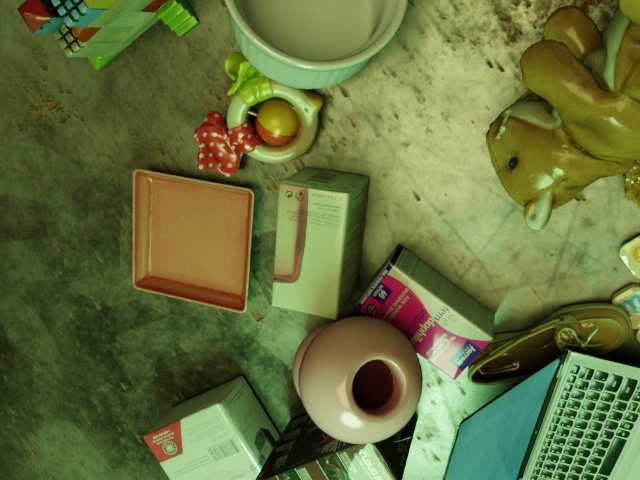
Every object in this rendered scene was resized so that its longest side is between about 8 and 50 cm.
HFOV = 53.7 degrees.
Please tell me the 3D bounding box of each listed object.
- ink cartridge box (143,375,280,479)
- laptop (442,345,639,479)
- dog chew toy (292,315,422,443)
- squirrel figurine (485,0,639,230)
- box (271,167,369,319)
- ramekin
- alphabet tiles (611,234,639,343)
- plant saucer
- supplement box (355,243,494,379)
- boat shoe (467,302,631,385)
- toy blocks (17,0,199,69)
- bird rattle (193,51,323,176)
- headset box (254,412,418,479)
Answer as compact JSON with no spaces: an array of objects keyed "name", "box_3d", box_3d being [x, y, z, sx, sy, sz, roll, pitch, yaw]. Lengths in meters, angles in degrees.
[{"name":"ink cartridge box","box_3d":[-0.196,0.477,1.354,0.226,0.131,0.306,-27,98,22]},{"name":"laptop","box_3d":[0.410,0.399,1.037,0.408,0.236,0.381,13,125,13]},{"name":"dog chew toy","box_3d":[0.042,0.232,1.118,0.207,0.332,0.206,1,87,-17]},{"name":"squirrel figurine","box_3d":[0.436,-0.147,0.868,0.397,0.281,0.370,33,132,-4]},{"name":"box","box_3d":[0.000,0.000,1.134,0.127,0.148,0.232,11,109,15]},{"name":"ramekin","box_3d":[-0.016,-0.371,0.973,0.277,0.135,0.277,1,82,-9]},{"name":"alphabet tiles","box_3d":[0.636,0.076,1.025,0.284,0.021,0.278,-37,93,24]},{"name":"plant saucer","box_3d":[-0.252,-0.003,1.269,0.259,0.048,0.258,11,109,13]},{"name":"supplement box","box_3d":[0.190,0.126,1.134,0.220,0.114,0.111,36,113,3]},{"name":"boat shoe","box_3d":[0.394,0.193,1.097,0.285,0.089,0.104,-26,96,25]},{"name":"toy blocks","box_3d":[-0.346,-0.425,1.051,0.381,0.261,0.190,-28,96,23]},{"name":"bird rattle","box_3d":[-0.109,-0.211,1.121,0.207,0.143,0.253,20,115,-7]},{"name":"headset box","box_3d":[0.047,0.394,1.203,0.293,0.218,0.110,-29,97,23]}]
